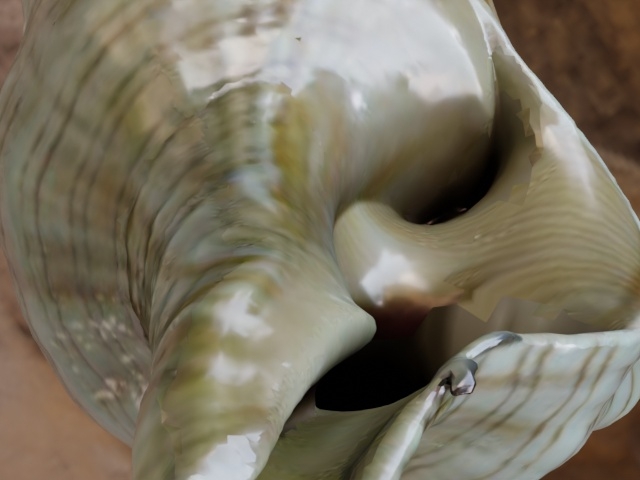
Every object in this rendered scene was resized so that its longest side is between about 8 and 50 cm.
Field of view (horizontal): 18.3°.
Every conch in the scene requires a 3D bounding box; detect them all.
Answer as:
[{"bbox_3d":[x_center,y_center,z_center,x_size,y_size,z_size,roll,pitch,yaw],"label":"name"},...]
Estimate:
[{"bbox_3d":[-0.003,0.010,0.544,0.203,0.169,0.386,10,36,-5],"label":"conch"}]
